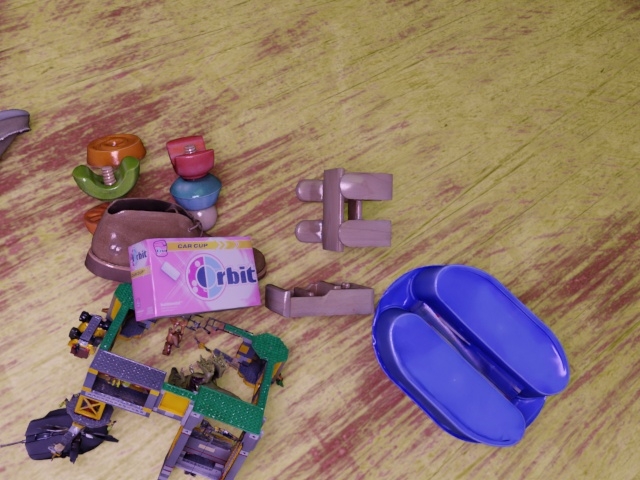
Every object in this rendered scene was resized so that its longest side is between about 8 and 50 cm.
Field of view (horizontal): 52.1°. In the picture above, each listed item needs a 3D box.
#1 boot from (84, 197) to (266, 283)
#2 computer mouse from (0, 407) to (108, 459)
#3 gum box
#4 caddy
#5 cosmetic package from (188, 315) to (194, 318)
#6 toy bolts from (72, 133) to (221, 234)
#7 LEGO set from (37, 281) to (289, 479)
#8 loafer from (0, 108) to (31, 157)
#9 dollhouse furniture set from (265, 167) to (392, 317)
[{"bbox_3d":[-0.205,0.007,1.037,0.305,0.115,0.112,7,20,-39],"label":"boot"},{"bbox_3d":[-0.423,0.278,0.915,0.242,0.041,0.071,-5,68,-21],"label":"computer mouse"},{"bbox_3d":[-0.178,0.053,0.962,0.188,0.062,0.107,-2,80,-43],"label":"gum box"},{"bbox_3d":[0.248,0.193,1.121,0.341,0.179,0.241,44,83,4],"label":"caddy"},{"bbox_3d":[-0.251,0.085,1.059,0.115,0.060,0.041,18,61,-12],"label":"cosmetic package"},{"bbox_3d":[-0.284,-0.082,1.114,0.228,0.159,0.218,-12,29,-14],"label":"toy bolts"},{"bbox_3d":[-0.218,0.231,0.965,0.331,0.192,0.255,19,31,-16],"label":"LEGO set"},{"bbox_3d":[-0.562,-0.121,1.041,0.251,0.094,0.087,-41,108,-21],"label":"loafer"},{"bbox_3d":[0.000,0.000,1.106,0.160,0.212,0.242,0,92,-21],"label":"dollhouse furniture set"}]
